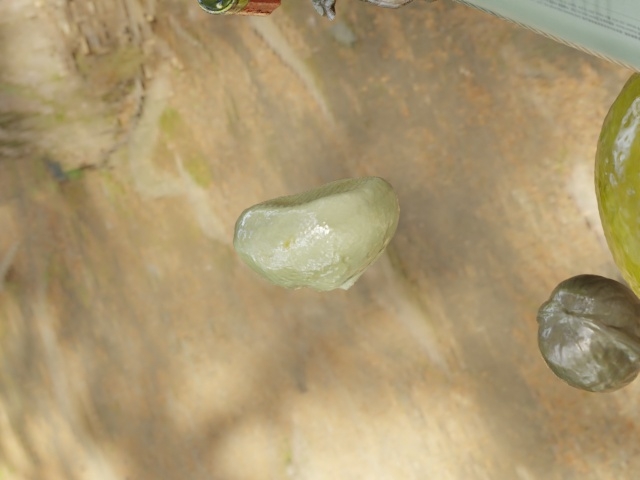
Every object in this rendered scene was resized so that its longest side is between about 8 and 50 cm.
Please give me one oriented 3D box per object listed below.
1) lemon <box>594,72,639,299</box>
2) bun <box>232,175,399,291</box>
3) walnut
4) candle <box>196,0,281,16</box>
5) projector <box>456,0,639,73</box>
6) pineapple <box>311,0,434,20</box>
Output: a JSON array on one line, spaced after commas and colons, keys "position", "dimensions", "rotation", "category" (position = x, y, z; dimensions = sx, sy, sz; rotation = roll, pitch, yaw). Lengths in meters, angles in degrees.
[{"position": [0.331, -0.034, 0.968], "dimensions": [0.267, 0.267, 0.267], "rotation": [46, 146, 44], "category": "lemon"}, {"position": [0.000, 0.000, 1.599], "dimensions": [0.222, 0.222, 0.127], "rotation": [-7, 99, 66], "category": "bun"}, {"position": [0.333, 0.114, 1.599], "dimensions": [0.140, 0.140, 0.162], "rotation": [55, -169, 32], "category": "walnut"}, {"position": [-0.074, -0.248, 1.308], "dimensions": [0.052, 0.130, 0.052], "rotation": [4, 100, 24], "category": "candle"}, {"position": [0.103, -0.159, 0.650], "dimensions": [0.337, 0.108, 0.108], "rotation": [33, 137, 44], "category": "projector"}, {"position": [0.065, -0.355, 0.938], "dimensions": [0.300, 0.352, 0.352], "rotation": [-70, -10, -46], "category": "pineapple"}]
